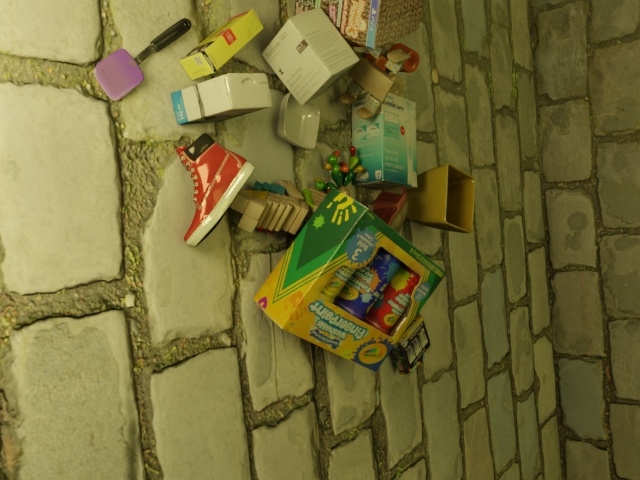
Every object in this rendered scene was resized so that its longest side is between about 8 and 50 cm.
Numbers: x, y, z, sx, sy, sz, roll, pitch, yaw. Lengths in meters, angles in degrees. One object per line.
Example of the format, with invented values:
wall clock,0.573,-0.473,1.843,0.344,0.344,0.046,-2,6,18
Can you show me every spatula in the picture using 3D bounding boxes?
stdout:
spatula,-0.383,-0.423,1.343,0.084,0.030,0.296,57,48,-28

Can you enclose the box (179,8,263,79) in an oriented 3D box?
box,-0.239,-0.484,1.479,0.232,0.087,0.058,-54,127,-36

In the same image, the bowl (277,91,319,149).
bowl,-0.070,-0.334,1.701,0.142,0.053,0.141,21,72,-49

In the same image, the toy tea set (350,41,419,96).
toy tea set,0.196,-0.640,2.026,0.200,0.124,0.336,-50,134,-3

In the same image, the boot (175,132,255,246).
boot,-0.291,-0.121,1.411,0.176,0.088,0.244,33,85,-8

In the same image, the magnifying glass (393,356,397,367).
magnifying glass,0.294,0.339,2.128,0.092,0.026,0.230,16,78,-49

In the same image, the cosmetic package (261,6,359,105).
cosmetic package,-0.027,-0.502,1.643,0.183,0.151,0.151,51,47,-3

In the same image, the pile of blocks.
pile of blocks,-0.109,-0.079,1.620,0.362,0.149,0.112,4,127,-41

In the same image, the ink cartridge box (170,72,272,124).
ink cartridge box,-0.230,-0.327,1.398,0.140,0.191,0.082,-18,102,-49

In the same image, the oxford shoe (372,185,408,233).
oxford shoe,0.190,-0.022,1.887,0.348,0.123,0.130,-49,132,-32

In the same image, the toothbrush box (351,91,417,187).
toothbrush box,0.213,-0.324,1.988,0.216,0.126,0.295,4,83,-50

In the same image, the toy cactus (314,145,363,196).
toy cactus,0.066,-0.180,1.833,0.219,0.112,0.180,-51,135,-49

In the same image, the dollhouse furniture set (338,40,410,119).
dollhouse furniture set,0.098,-0.503,1.771,0.242,0.212,0.161,41,42,11

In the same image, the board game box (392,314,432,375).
board game box,0.314,0.362,2.094,0.170,0.048,0.141,-38,115,-44

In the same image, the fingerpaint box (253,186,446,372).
fingerpaint box,0.099,0.128,1.673,0.371,0.163,0.445,-54,134,1

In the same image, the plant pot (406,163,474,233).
plant pot,0.424,-0.141,2.183,0.212,0.187,0.212,15,76,-49

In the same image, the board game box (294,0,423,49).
board game box,0.109,-0.680,1.717,0.232,0.291,0.141,-35,143,-40
